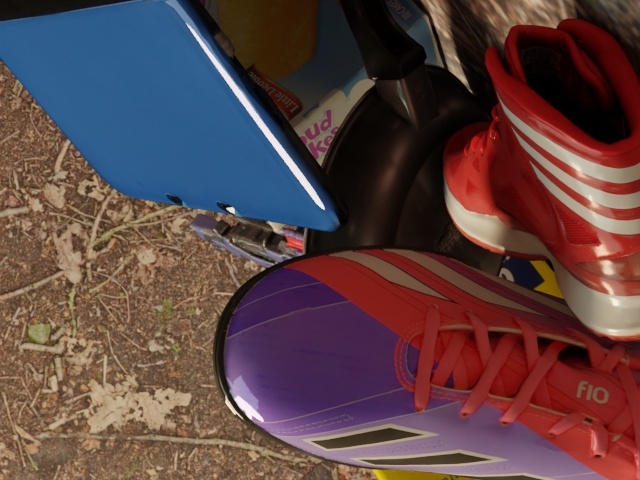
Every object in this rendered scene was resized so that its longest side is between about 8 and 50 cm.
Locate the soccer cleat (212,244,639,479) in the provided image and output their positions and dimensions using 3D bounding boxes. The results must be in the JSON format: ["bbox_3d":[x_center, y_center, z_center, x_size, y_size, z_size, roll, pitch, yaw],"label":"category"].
[{"bbox_3d":[0.108,0.071,0.548,0.318,0.109,0.116,15,174,-23],"label":"soccer cleat"}]

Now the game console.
[{"bbox_3d":[-0.093,-0.157,0.657,0.173,0.250,0.293,18,176,-35],"label":"game console"}]

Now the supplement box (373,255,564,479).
[{"bbox_3d":[0.178,0.202,0.880,0.356,0.194,0.195,55,-179,27],"label":"supplement box"}]

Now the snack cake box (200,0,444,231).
[{"bbox_3d":[-0.056,-0.155,0.790,0.264,0.152,0.089,49,176,29],"label":"snack cake box"}]

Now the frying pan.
[{"bbox_3d":[0.064,-0.069,0.686,0.053,0.326,0.197,15,-161,36],"label":"frying pan"}]

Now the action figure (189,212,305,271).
[{"bbox_3d":[0.000,0.000,1.675,0.341,0.178,0.330,23,160,23],"label":"action figure"}]

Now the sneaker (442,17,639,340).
[{"bbox_3d":[0.108,-0.054,0.550,0.221,0.087,0.128,44,156,63],"label":"sneaker"}]
